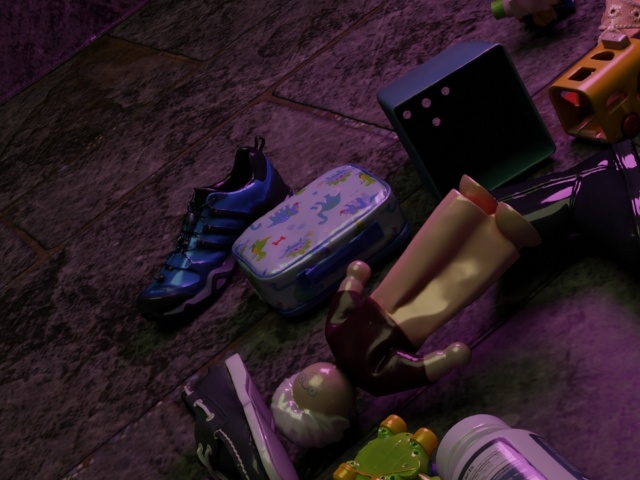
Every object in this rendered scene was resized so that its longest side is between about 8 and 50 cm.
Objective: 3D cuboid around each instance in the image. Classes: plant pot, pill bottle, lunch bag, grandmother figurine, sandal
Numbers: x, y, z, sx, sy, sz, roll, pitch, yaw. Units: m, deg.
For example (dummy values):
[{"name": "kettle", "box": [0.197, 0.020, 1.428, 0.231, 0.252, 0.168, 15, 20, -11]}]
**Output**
[{"name": "plant pot", "box": [0.176, -0.170, 1.699, 0.165, 0.165, 0.234, -31, 19, -1]}, {"name": "pill bottle", "box": [0.175, 0.226, 1.086, 0.108, 0.108, 0.180, -34, 27, -7]}, {"name": "lunch bag", "box": [0.000, 0.000, 1.657, 0.219, 0.090, 0.176, -36, 27, -10]}, {"name": "grandmother figurine", "box": [0.076, 0.085, 1.356, 0.342, 0.104, 0.208, -48, 33, 0]}, {"name": "sandal", "box": [0.430, -0.319, 1.774, 0.088, 0.079, 0.240, 1, 41, 46]}]

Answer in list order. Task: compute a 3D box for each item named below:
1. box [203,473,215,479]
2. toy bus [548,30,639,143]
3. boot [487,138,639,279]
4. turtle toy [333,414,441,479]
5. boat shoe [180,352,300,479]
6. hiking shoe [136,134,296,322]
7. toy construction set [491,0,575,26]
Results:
[{"name": "box", "box": [-0.144, 0.326, 1.323, 0.162, 0.029, 0.116, -39, 27, -18]}, {"name": "toy bus", "box": [0.391, -0.215, 1.612, 0.190, 0.104, 0.202, -19, 30, 22]}, {"name": "boot", "box": [0.272, -0.006, 1.393, 0.207, 0.094, 0.246, -23, 28, 17]}, {"name": "turtle toy", "box": [0.081, 0.231, 1.216, 0.095, 0.066, 0.130, -42, 30, -21]}, {"name": "boat shoe", "box": [-0.092, 0.221, 1.366, 0.091, 0.114, 0.302, -29, 15, -3]}, {"name": "hiking shoe", "box": [-0.168, -0.012, 1.798, 0.113, 0.132, 0.304, 6, 45, 49]}, {"name": "toy construction set", "box": [0.335, -0.461, 1.958, 0.151, 0.215, 0.328, -6, 36, 38]}]
